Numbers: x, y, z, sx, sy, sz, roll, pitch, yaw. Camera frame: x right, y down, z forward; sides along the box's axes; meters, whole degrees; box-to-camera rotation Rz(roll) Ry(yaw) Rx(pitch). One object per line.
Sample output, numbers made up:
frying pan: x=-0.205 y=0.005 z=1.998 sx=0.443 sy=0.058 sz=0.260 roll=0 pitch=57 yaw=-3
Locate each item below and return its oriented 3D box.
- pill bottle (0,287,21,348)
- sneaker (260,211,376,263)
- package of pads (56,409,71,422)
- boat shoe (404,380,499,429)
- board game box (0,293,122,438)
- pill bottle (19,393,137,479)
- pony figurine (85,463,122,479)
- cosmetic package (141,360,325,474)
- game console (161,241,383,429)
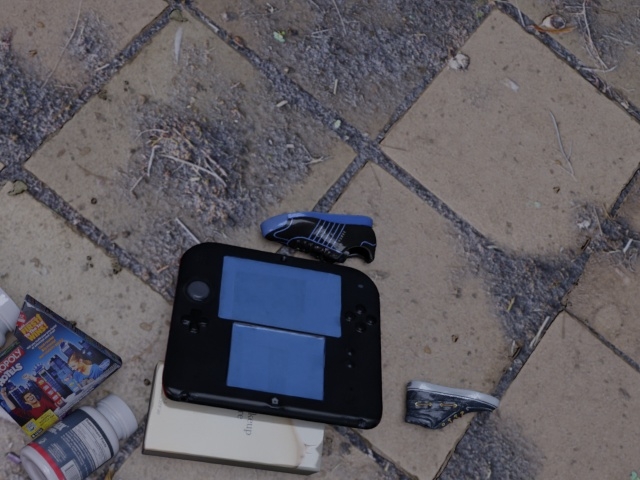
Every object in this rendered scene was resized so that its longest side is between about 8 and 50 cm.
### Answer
pill bottle: x=-0.617 y=0.168 z=1.587 sx=0.119 sy=0.119 sz=0.208 roll=46 pitch=69 yaw=2
sneaker: x=0.000 y=0.000 z=1.807 sx=0.232 sy=0.081 sz=0.090 roll=0 pitch=67 yaw=-15
package of pads: x=-0.478 y=0.284 z=1.633 sx=0.083 sy=0.032 sz=0.050 roll=27 pitch=72 yaw=-5
boat shoe: x=0.250 y=0.326 z=1.786 sx=0.183 sy=0.065 sz=0.083 roll=11 pitch=74 yaw=-4
board game box: x=-0.474 y=0.199 z=1.580 sx=0.194 sy=0.060 sz=0.194 roll=-39 pitch=104 yaw=-7
pill bottle: x=-0.407 y=0.346 z=1.585 sx=0.180 sy=0.108 sz=0.108 roll=-36 pitch=85 yaw=-35
pony figurine: x=-0.317 y=0.550 z=1.471 sx=0.351 sy=0.303 sz=0.363 roll=17 pitch=50 yaw=20
cosmetic package: x=-0.152 y=0.319 z=1.660 sx=0.309 sy=0.113 sz=0.160 roll=9 pitch=71 yaw=-10
game console: x=-0.077 y=0.163 z=1.681 sx=0.386 sy=0.060 sz=0.342 roll=10 pitch=45 yaw=-10
